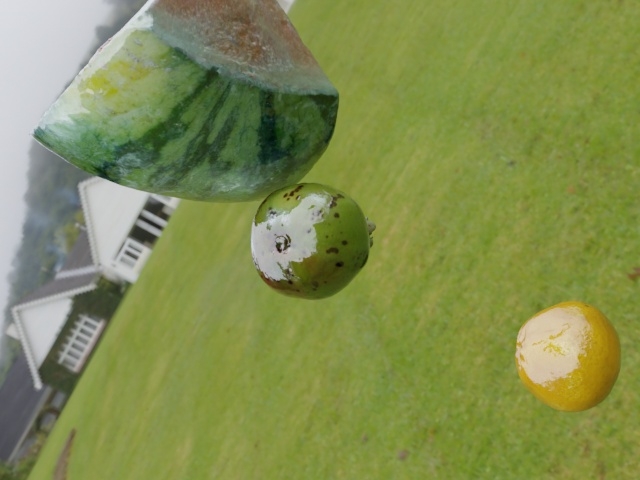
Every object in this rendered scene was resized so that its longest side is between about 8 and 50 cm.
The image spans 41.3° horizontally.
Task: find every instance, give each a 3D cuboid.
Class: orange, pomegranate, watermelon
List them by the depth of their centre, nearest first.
[{"bbox_3d":[0.000,0.000,0.804,0.142,0.114,0.114,-3,-51,-55],"label":"pomegranate"},{"bbox_3d":[-0.116,-0.154,0.829,0.213,0.261,0.201,-31,48,50],"label":"watermelon"},{"bbox_3d":[0.342,0.160,1.189,0.159,0.136,0.159,11,-90,-89],"label":"orange"}]
